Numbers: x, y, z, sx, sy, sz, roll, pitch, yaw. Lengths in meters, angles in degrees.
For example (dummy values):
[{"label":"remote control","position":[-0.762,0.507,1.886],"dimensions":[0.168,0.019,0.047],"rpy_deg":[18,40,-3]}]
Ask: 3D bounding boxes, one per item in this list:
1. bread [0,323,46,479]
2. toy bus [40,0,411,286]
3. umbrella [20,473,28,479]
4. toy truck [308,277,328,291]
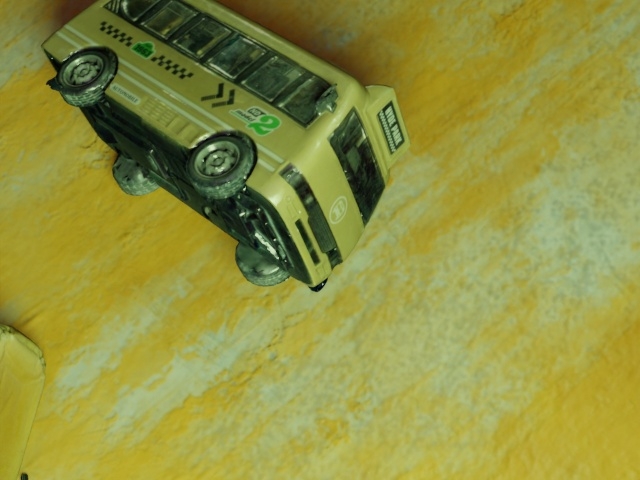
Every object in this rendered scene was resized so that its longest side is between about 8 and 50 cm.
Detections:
[{"label":"bread","position":[-0.356,0.196,1.167],"dimensions":[0.107,0.136,0.241],"rpy_deg":[7,70,12]},{"label":"toy bus","position":[-0.098,-0.120,1.191],"dimensions":[0.365,0.177,0.202],"rpy_deg":[34,71,34]},{"label":"umbrella","position":[-0.277,0.353,1.151],"dimensions":[0.044,0.044,0.269],"rpy_deg":[-4,65,-24]},{"label":"toy truck","position":[0.000,0.000,1.226],"dimensions":[0.056,0.073,0.090],"rpy_deg":[34,78,17]}]
